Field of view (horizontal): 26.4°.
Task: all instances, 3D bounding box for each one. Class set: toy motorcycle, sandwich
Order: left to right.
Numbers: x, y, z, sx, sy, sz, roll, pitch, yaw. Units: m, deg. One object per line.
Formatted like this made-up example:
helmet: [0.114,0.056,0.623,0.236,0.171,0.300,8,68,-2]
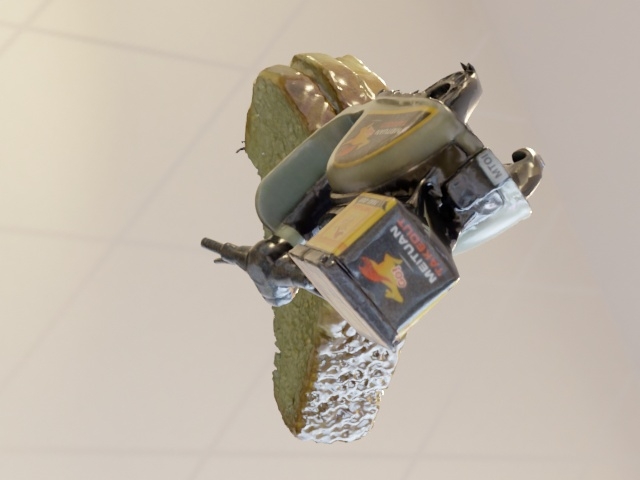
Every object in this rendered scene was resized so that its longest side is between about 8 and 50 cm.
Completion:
sandwich: [0.005,0.000,1.204,0.254,0.099,0.288,-120,-147,-41]
toy motorcycle: [0.027,-0.023,0.787,0.091,0.157,0.263,50,-11,-14]
